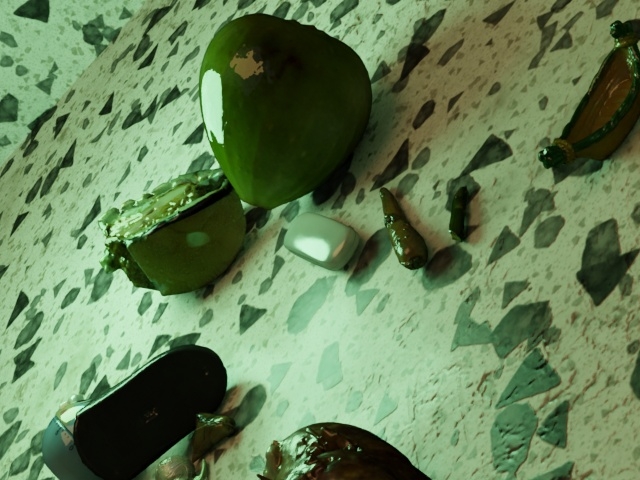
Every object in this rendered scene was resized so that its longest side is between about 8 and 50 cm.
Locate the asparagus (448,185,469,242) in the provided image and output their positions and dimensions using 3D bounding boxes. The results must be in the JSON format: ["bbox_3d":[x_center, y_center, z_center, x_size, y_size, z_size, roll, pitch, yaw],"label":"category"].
[{"bbox_3d":[0.198,-0.037,2.041,0.021,0.025,0.108,-13,42,24],"label":"asparagus"}]

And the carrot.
[{"bbox_3d":[0.116,-0.025,2.141,0.049,0.049,0.254,-47,24,14],"label":"carrot"}]

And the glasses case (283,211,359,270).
[{"bbox_3d":[0.000,0.000,2.276,0.074,0.049,0.193,-58,29,-6],"label":"glasses case"}]

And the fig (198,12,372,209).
[{"bbox_3d":[-0.068,-0.207,2.374,0.316,0.316,0.316,-37,32,29],"label":"fig"}]

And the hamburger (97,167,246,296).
[{"bbox_3d":[-0.252,-0.002,2.544,0.288,0.192,0.168,-25,37,0],"label":"hamburger"}]

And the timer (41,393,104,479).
[{"bbox_3d":[-0.362,0.296,2.378,0.175,0.175,0.255,1,66,57],"label":"timer"}]

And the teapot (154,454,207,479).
[{"bbox_3d":[-0.208,0.365,2.193,0.083,0.064,0.064,-23,36,-8],"label":"teapot"}]

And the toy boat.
[{"bbox_3d":[0.364,-0.178,1.871,0.089,0.088,0.229,7,64,58],"label":"toy boat"}]

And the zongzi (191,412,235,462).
[{"bbox_3d":[-0.169,0.309,2.214,0.076,0.040,0.083,0,71,50],"label":"zongzi"}]

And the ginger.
[{"bbox_3d":[0.017,0.309,1.722,0.176,0.254,0.418,-63,23,-3],"label":"ginger"}]

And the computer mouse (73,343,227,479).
[{"bbox_3d":[-0.269,0.270,2.279,0.269,0.137,0.086,-36,-2,-15],"label":"computer mouse"}]
